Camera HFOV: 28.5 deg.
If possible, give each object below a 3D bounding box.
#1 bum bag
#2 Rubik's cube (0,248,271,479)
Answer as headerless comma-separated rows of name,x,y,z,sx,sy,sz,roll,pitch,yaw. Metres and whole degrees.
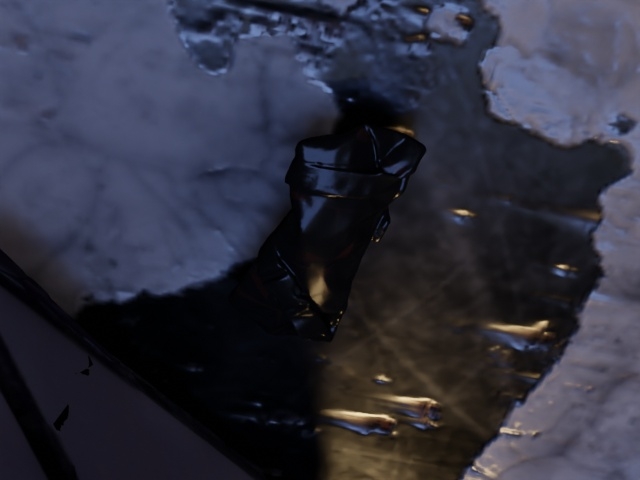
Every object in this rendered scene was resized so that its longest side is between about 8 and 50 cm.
bum bag,0.000,-0.001,0.553,0.058,0.034,0.124,13,124,-19
Rubik's cube,-0.183,0.229,0.542,0.307,0.310,0.305,-32,127,20
